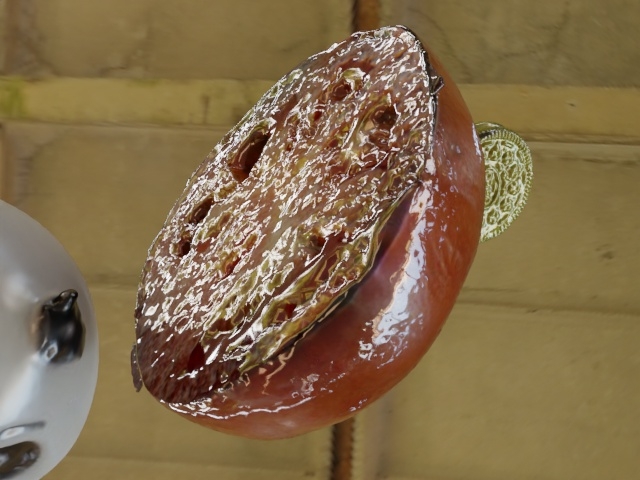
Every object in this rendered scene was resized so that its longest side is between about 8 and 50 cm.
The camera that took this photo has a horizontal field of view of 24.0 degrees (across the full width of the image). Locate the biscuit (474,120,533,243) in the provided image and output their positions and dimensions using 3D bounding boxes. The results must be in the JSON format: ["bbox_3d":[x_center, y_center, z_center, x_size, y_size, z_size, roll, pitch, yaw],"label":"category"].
[{"bbox_3d":[0.104,-0.037,0.993,0.023,0.084,0.084,36,-75,51],"label":"biscuit"}]

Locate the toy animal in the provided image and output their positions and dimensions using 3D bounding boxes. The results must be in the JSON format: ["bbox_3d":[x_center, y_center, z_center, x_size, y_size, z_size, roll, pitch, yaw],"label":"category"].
[{"bbox_3d":[-0.216,0.053,0.782,0.187,0.235,0.165,8,-94,-26],"label":"toy animal"}]

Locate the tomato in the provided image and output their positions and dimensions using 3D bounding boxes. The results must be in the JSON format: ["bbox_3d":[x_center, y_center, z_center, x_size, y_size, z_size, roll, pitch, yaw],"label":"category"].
[{"bbox_3d":[0.003,0.002,0.748,0.085,0.225,0.225,33,-75,-27],"label":"tomato"}]
